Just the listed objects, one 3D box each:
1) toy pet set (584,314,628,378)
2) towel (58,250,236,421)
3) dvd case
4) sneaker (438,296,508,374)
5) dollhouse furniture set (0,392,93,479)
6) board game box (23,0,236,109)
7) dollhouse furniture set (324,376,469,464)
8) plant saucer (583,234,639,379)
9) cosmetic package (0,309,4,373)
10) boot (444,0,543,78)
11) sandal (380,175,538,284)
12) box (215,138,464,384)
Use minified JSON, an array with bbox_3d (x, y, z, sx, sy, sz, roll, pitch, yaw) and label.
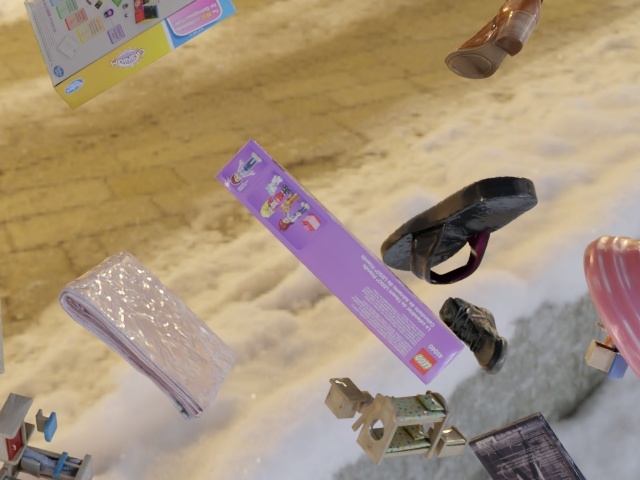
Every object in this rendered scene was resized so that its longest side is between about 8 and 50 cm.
[{"bbox_3d":[0.471,0.160,1.688,0.065,0.114,0.122,21,14,3],"label":"toy pet set"},{"bbox_3d":[-0.300,0.163,1.918,0.317,0.053,0.332,44,11,-3],"label":"towel"},{"bbox_3d":[0.369,0.404,1.796,0.164,0.221,0.018,-34,0,43],"label":"dvd case"},{"bbox_3d":[0.313,0.195,2.228,0.130,0.087,0.227,24,23,-16],"label":"sneaker"},{"bbox_3d":[-0.440,0.355,1.655,0.129,0.184,0.129,14,46,4],"label":"dollhouse furniture set"},{"bbox_3d":[-0.323,-0.390,1.779,0.316,0.064,0.242,-30,54,4],"label":"board game box"},{"bbox_3d":[0.130,0.253,1.669,0.182,0.101,0.161,2,29,-38],"label":"dollhouse furniture set"},{"bbox_3d":[0.539,0.123,1.646,0.084,0.332,0.332,-37,10,28],"label":"plant saucer"},{"bbox_3d":[-0.615,0.072,1.725,0.160,0.309,0.113,-9,-11,20],"label":"cosmetic package"},{"bbox_3d":[0.305,-0.360,1.809,0.197,0.073,0.152,-15,41,54],"label":"boot"},{"bbox_3d":[0.232,0.007,1.907,0.167,0.107,0.446,-1,-17,-19],"label":"sandal"},{"bbox_3d":[0.027,0.025,1.123,0.293,0.057,0.201,45,2,6],"label":"box"}]
